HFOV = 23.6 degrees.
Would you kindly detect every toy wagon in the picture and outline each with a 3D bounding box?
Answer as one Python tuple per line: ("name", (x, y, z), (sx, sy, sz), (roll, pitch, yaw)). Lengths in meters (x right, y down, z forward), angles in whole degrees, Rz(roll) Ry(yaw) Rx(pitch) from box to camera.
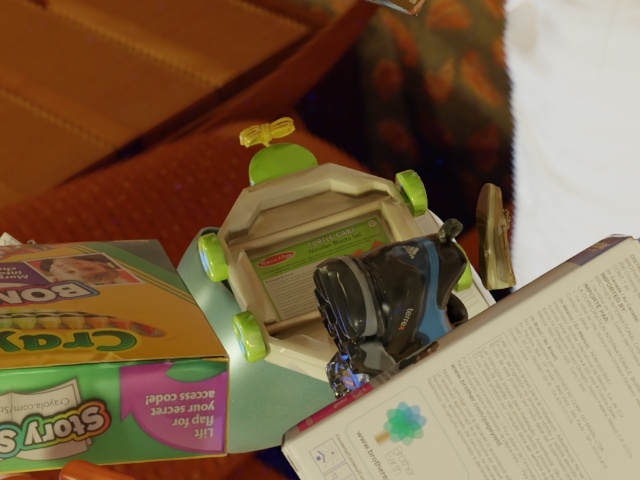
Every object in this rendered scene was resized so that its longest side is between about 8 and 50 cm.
("toy wagon", (0.000, 0.000, 1.738), (0.068, 0.267, 0.344), (89, 159, -51))

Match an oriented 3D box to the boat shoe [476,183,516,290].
("boat shoe", (0.246, -0.006, 2.113), (0.056, 0.048, 0.153), (-126, 31, -73))

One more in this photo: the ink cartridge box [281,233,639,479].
("ink cartridge box", (0.153, 0.126, 0.993), (0.186, 0.311, 0.065), (59, 180, -4))

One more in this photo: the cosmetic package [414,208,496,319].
("cosmetic package", (0.193, 0.078, 2.194), (0.231, 0.085, 0.117), (57, -171, 22))

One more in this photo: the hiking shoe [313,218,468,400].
("hiking shoe", (0.079, 0.108, 1.389), (0.304, 0.132, 0.113), (84, 161, -56))

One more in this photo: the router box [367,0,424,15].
("router box", (0.003, -0.184, 0.987), (0.122, 0.092, 0.038), (19, 96, 19))

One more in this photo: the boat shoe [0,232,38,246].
("boat shoe", (-0.370, 0.017, 1.957), (0.100, 0.035, 0.035), (28, 170, -38))

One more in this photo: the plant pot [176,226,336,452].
("plant pot", (-0.094, 0.149, 1.914), (0.290, 0.290, 0.195), (44, 105, 17))

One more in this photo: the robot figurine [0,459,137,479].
("robot figurine", (-0.190, 0.249, 1.106), (0.219, 0.158, 0.128), (20, 139, 27))

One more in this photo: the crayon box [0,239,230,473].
("crayon box", (-0.290, 0.095, 1.338), (0.313, 0.363, 0.106), (-136, 45, -66))
